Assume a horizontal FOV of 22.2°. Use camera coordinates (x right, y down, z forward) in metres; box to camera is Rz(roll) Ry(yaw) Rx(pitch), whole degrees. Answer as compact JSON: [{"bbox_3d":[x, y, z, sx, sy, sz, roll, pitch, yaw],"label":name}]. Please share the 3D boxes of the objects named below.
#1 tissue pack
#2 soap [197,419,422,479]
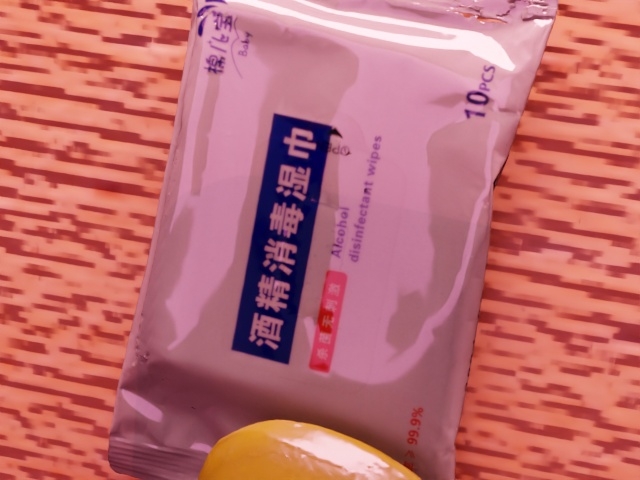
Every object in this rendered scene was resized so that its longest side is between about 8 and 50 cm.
[{"bbox_3d":[0.000,0.000,0.529,0.122,0.026,0.193,12,99,13],"label":"tissue pack"},{"bbox_3d":[-0.008,0.124,0.518,0.089,0.045,0.140,19,115,13],"label":"soap"}]
